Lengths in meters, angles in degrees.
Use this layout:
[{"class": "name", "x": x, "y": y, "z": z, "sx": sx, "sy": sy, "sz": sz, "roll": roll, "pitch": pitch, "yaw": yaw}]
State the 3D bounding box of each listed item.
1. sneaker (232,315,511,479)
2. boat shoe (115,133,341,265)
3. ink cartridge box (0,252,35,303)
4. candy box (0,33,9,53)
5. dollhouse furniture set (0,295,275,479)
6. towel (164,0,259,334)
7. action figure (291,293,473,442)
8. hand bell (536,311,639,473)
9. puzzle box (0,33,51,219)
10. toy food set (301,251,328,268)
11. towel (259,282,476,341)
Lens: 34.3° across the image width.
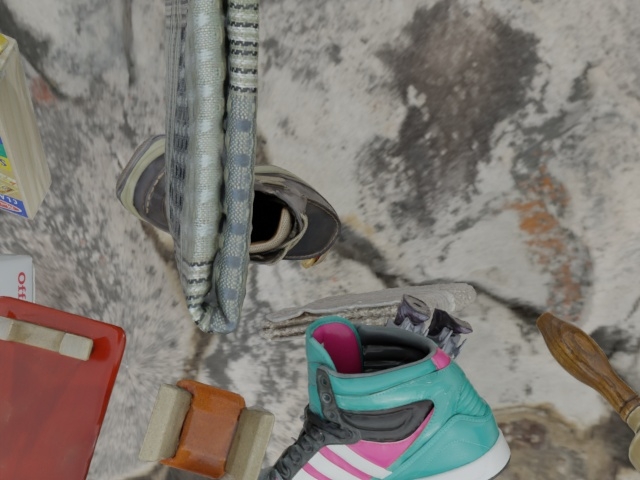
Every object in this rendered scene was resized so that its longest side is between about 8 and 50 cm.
[{"class": "sneaker", "x": 0.005, "y": 0.165, "z": 0.946, "sx": 0.295, "sy": 0.124, "sz": 0.178, "roll": -20, "pitch": 102, "yaw": 13}, {"class": "boat shoe", "x": -0.087, "y": -0.020, "z": 1.259, "sx": 0.130, "sy": 0.355, "sz": 0.132, "roll": 41, "pitch": 108, "yaw": 36}, {"class": "ink cartridge box", "x": -0.419, "y": 0.097, "z": 1.140, "sx": 0.093, "sy": 0.212, "sz": 0.154, "roll": 4, "pitch": 95, "yaw": 29}, {"class": "candy box", "x": -0.320, "y": -0.160, "z": 0.680, "sx": 0.206, "sy": 0.027, "sz": 0.105, "roll": 40, "pitch": 102, "yaw": -17}, {"class": "dollhouse furniture set", "x": -0.184, "y": 0.164, "z": 0.583, "sx": 0.262, "sy": 0.135, "sz": 0.259, "roll": 17, "pitch": 82, "yaw": -3}, {"class": "towel", "x": -0.074, "y": -0.133, "z": 0.626, "sx": 0.056, "sy": 0.312, "sz": 0.324, "roll": 2, "pitch": 100, "yaw": -8}, {"class": "action figure", "x": 0.074, "y": 0.207, "z": 1.250, "sx": 0.185, "sy": 0.099, "sz": 0.285, "roll": 22, "pitch": 99, "yaw": -24}, {"class": "hand bell", "x": 0.273, "y": 0.147, "z": 0.927, "sx": 0.126, "sy": 0.126, "sz": 0.242, "roll": -29, "pitch": 46, "yaw": -13}, {"class": "puzzle box", "x": -0.458, "y": -0.159, "z": 0.947, "sx": 0.408, "sy": 0.272, "sz": 0.052, "roll": 20, "pitch": 67, "yaw": 1}, {"class": "toy food set", "x": 0.000, "y": 0.000, "z": 1.545, "sx": 0.020, "sy": 0.083, "sz": 0.083, "roll": 24, "pitch": 61, "yaw": -13}, {"class": "towel", "x": 0.065, "y": 0.099, "z": 1.493, "sx": 0.187, "sy": 0.282, "sz": 0.049, "roll": -13, "pitch": 93, "yaw": -56}]
